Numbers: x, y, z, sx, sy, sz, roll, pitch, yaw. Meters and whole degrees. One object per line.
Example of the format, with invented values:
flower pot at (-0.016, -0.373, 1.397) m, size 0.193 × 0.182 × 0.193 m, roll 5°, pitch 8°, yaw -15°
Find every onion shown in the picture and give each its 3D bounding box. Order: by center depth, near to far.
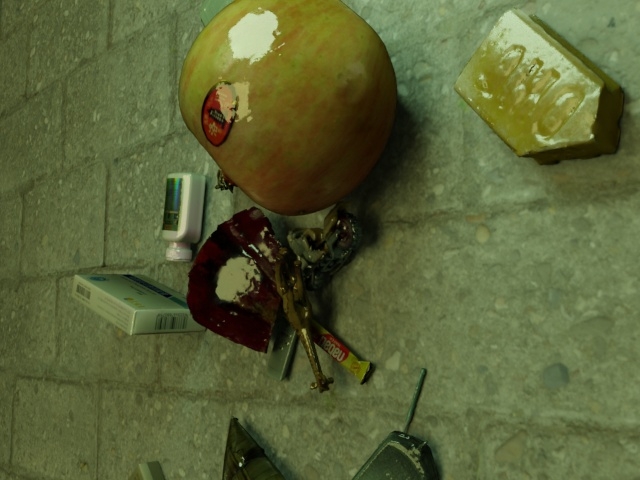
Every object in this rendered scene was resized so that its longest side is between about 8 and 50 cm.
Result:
onion at (-0.196, 0.063, 1.550) m, size 0.314 × 0.146 × 0.279 m, roll 39°, pitch 123°, yaw 56°

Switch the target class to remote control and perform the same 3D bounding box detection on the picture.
remote control at (-0.067, 0.198, 1.523) m, size 0.050 × 0.027 × 0.184 m, roll 21°, pitch 97°, yaw 40°

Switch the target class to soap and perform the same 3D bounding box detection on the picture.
soap at (0.328, -0.209, 1.090) m, size 0.160 × 0.080 × 0.257 m, roll -56°, pitch 48°, yaw 28°

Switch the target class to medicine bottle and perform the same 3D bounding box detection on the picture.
medicine bottle at (-0.338, -0.057, 1.811) m, size 0.115 × 0.078 × 0.219 m, roll 4°, pitch 88°, yaw 47°

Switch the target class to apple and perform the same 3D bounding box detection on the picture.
apple at (-0.051, -0.257, 1.306) m, size 0.346 × 0.391 × 0.391 m, roll -44°, pitch 52°, yaw 7°

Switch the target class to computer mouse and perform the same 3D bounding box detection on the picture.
computer mouse at (0.118, 0.413, 1.262) m, size 0.113 × 0.068 × 0.229 m, roll 46°, pitch 109°, yaw 20°

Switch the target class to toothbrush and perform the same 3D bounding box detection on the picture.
toothbrush at (0.157, 0.298, 1.271) m, size 0.014 × 0.011 × 0.167 m, roll 24°, pitch 103°, yaw 42°

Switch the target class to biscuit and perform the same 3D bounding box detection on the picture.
biscuit at (-0.003, 0.182, 1.439) m, size 0.292 × 0.026 × 0.048 m, roll 34°, pitch 104°, yaw 39°

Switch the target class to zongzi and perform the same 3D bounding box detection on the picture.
zongzi at (-0.172, 0.523, 1.543) m, size 0.242 × 0.112 × 0.220 m, roll 39°, pitch 115°, yaw 51°

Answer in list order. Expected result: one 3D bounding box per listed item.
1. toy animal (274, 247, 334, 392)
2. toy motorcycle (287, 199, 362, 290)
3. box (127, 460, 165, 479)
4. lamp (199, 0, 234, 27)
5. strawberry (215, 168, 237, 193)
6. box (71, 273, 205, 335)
toy animal at (-0.035, 0.148, 1.392) m, size 0.149 × 0.054 × 0.275 m, roll -153°, pitch 49°, yaw -74°
toy motorcycle at (0.001, 0.000, 1.412) m, size 0.229 × 0.094 × 0.129 m, roll -50°, pitch 53°, yaw 49°
box at (-0.453, 0.674, 1.869) m, size 0.201 × 0.058 × 0.141 m, roll -54°, pitch 50°, yaw 30°
lamp at (-0.169, -0.542, 1.704) m, size 0.269 × 0.047 × 0.266 m, roll -48°, pitch 54°, yaw 33°
strawberry at (-0.161, -0.218, 1.626) m, size 0.175 × 0.107 × 0.235 m, roll -139°, pitch 59°, yaw -84°
box at (-0.450, 0.152, 1.823) m, size 0.343 × 0.200 × 0.065 m, roll 17°, pitch 101°, yaw 47°
